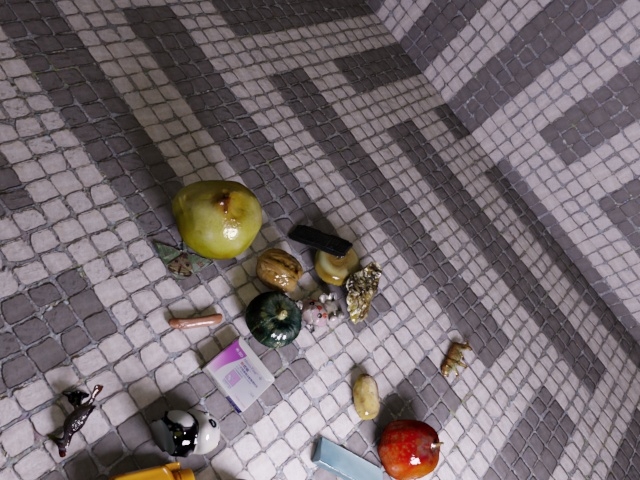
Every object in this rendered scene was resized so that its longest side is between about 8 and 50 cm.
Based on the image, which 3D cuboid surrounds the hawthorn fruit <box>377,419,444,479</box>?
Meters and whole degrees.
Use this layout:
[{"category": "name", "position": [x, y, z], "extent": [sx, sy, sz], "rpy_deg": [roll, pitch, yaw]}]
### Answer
[{"category": "hawthorn fruit", "position": [0.329, 0.742, 1.796], "extent": [0.215, 0.250, 0.215], "rpy_deg": [31, 51, -47]}]

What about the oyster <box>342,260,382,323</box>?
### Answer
[{"category": "oyster", "position": [0.179, 0.218, 2.050], "extent": [0.214, 0.083, 0.222], "rpy_deg": [-39, 127, -37]}]

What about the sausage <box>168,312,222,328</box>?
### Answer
[{"category": "sausage", "position": [-0.422, 0.275, 1.719], "extent": [0.187, 0.043, 0.043], "rpy_deg": [-2, 65, -33]}]

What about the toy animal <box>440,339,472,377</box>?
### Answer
[{"category": "toy animal", "position": [0.597, 0.514, 2.210], "extent": [0.099, 0.057, 0.241], "rpy_deg": [40, 50, -5]}]

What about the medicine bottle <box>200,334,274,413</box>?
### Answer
[{"category": "medicine bottle", "position": [-0.276, 0.450, 1.702], "extent": [0.201, 0.052, 0.171], "rpy_deg": [51, 49, 2]}]

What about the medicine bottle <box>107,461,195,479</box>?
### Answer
[{"category": "medicine bottle", "position": [-0.465, 0.705, 1.389], "extent": [0.222, 0.112, 0.149], "rpy_deg": [1, 63, -32]}]

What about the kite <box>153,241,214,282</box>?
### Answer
[{"category": "kite", "position": [-0.492, 0.045, 1.830], "extent": [0.230, 0.012, 0.249], "rpy_deg": [19, 54, -26]}]

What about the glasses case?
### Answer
[{"category": "glasses case", "position": [0.095, 0.788, 1.744], "extent": [0.266, 0.056, 0.105], "rpy_deg": [33, 26, -12]}]

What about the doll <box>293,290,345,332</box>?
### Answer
[{"category": "doll", "position": [0.000, 0.272, 1.953], "extent": [0.192, 0.095, 0.149], "rpy_deg": [-10, 63, -34]}]

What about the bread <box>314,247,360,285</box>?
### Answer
[{"category": "bread", "position": [0.066, 0.096, 2.089], "extent": [0.214, 0.104, 0.213], "rpy_deg": [13, 47, -15]}]

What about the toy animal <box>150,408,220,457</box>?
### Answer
[{"category": "toy animal", "position": [-0.391, 0.565, 1.503], "extent": [0.179, 0.166, 0.138], "rpy_deg": [6, 103, -39]}]

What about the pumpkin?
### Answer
[{"category": "pumpkin", "position": [-0.164, 0.280, 1.804], "extent": [0.212, 0.152, 0.211], "rpy_deg": [19, 40, -17]}]

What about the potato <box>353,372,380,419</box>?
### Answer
[{"category": "potato", "position": [0.170, 0.581, 1.884], "extent": [0.107, 0.080, 0.170], "rpy_deg": [10, 54, -26]}]

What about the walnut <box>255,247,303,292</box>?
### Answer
[{"category": "walnut", "position": [-0.162, 0.112, 1.914], "extent": [0.184, 0.155, 0.155], "rpy_deg": [35, 50, -16]}]

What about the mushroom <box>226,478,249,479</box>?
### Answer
[{"category": "mushroom", "position": [-0.245, 0.800, 1.448], "extent": [0.204, 0.204, 0.204], "rpy_deg": [15, 56, -24]}]

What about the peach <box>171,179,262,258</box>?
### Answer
[{"category": "peach", "position": [-0.359, -0.074, 1.792], "extent": [0.314, 0.316, 0.281], "rpy_deg": [7, 71, -45]}]

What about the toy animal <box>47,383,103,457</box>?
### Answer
[{"category": "toy animal", "position": [-0.683, 0.496, 1.406], "extent": [0.105, 0.070, 0.202], "rpy_deg": [3, 60, 20]}]

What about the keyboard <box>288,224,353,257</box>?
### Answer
[{"category": "keyboard", "position": [0.000, 0.000, 2.073], "extent": [0.263, 0.016, 0.106], "rpy_deg": [21, 44, 22]}]
